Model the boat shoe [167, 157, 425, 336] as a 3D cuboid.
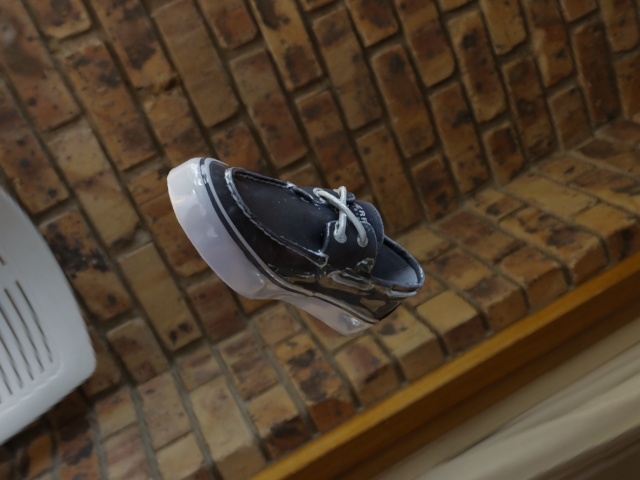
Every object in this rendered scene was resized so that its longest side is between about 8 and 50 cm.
[{"bbox_3d":[0.000,0.000,0.641,0.301,0.102,0.108,36,29,-52],"label":"boat shoe"}]
